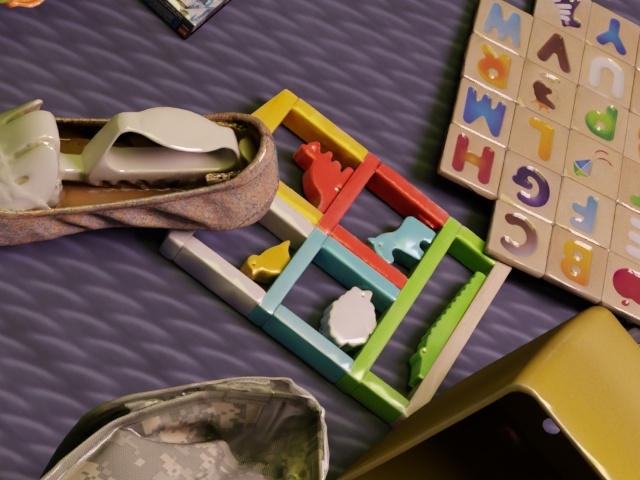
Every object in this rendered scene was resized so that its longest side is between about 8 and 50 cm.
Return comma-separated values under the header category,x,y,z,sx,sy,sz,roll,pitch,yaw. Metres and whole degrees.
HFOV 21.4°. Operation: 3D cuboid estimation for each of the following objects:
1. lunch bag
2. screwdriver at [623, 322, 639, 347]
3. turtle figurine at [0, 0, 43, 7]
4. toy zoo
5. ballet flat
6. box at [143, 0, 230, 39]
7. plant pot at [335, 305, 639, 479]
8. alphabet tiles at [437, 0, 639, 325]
category,x,y,z,sx,sy,sz,roll,pitch,yaw
lunch bag,-0.131,0.218,1.099,0.169,0.235,0.287,41,55,4
screwdriver,0.232,0.105,1.452,0.170,0.025,0.024,-26,77,-33
turtle figurine,-0.251,-0.261,1.371,0.269,0.087,0.217,-1,53,-10
toy zoo,0.000,0.000,1.398,0.293,0.030,0.192,38,55,-2
ballet flat,-0.182,-0.062,1.281,0.316,0.106,0.107,-5,61,-18
box,-0.107,-0.248,1.482,0.094,0.027,0.137,44,55,0
plant pot,0.177,0.174,1.277,0.212,0.212,0.187,49,41,-6
alphabet tiles,0.251,-0.088,1.551,0.285,0.011,0.342,26,52,-13
